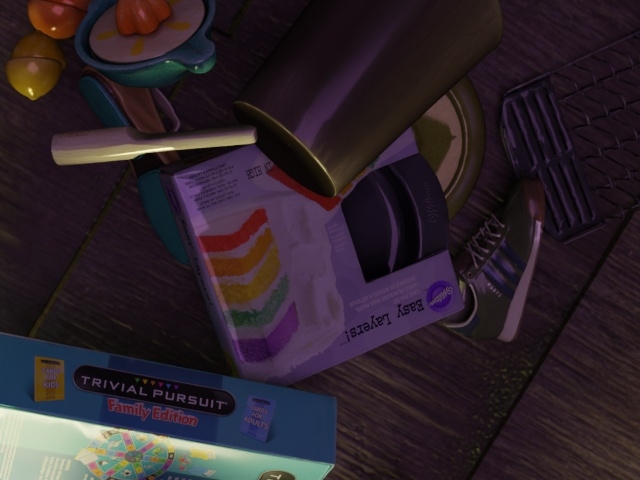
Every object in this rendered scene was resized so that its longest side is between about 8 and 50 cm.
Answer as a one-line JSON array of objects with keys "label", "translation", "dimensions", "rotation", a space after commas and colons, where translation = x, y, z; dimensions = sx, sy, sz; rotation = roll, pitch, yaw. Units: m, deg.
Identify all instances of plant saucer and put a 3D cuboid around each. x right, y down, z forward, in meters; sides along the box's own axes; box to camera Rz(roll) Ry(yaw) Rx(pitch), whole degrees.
[{"label": "plant saucer", "translation": [0.066, -0.105, 1.334], "dimensions": [0.241, 0.037, 0.241], "rotation": [-2, 99, -10]}]

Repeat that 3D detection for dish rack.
[{"label": "dish rack", "translation": [0.338, -0.123, 1.363], "dimensions": [0.271, 0.074, 0.208], "rotation": [-25, 102, -6]}]

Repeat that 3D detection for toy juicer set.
[{"label": "toy juicer set", "translation": [-0.192, -0.179, 1.142], "dimensions": [0.209, 0.329, 0.089], "rotation": [-19, 135, -1]}]

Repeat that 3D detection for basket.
[{"label": "basket", "translation": [0.039, -0.164, 1.156], "dimensions": [0.154, 0.204, 0.227], "rotation": [35, 75, 28]}]

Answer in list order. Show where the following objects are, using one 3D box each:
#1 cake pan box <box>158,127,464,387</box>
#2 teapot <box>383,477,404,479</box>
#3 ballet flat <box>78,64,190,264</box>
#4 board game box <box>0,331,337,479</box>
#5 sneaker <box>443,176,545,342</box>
[{"label": "cake pan box", "translation": [0.000, 0.000, 1.267], "dimensions": [0.267, 0.070, 0.245], "rotation": [-20, 104, -18]}, {"label": "teapot", "translation": [0.054, 0.430, 1.348], "dimensions": [0.256, 0.187, 0.252], "rotation": [-42, 74, 22]}, {"label": "ballet flat", "translation": [-0.160, -0.087, 1.278], "dimensions": [0.073, 0.080, 0.232], "rotation": [-37, 109, -34]}, {"label": "board game box", "translation": [-0.181, 0.215, 1.241], "dimensions": [0.336, 0.254, 0.079], "rotation": [12, 52, -13]}, {"label": "sneaker", "translation": [0.182, 0.022, 1.351], "dimensions": [0.086, 0.064, 0.192], "rotation": [4, 112, -11]}]
